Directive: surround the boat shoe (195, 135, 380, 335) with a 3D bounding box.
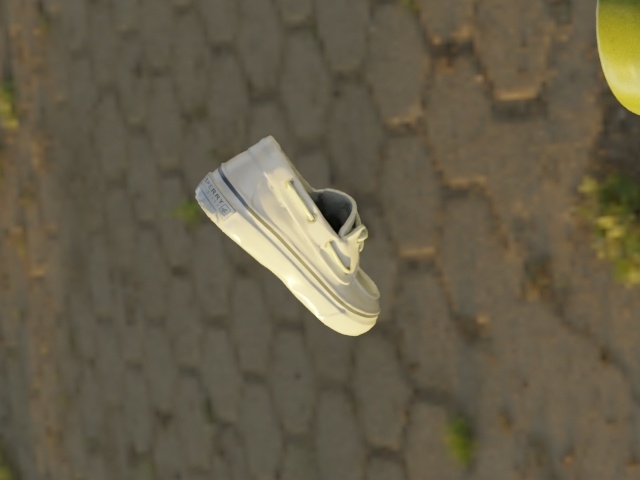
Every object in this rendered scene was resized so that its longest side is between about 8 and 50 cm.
[{"bbox_3d":[0.000,0.000,1.349,0.076,0.226,0.083,-40,56,8],"label":"boat shoe"}]

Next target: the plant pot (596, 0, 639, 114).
[{"bbox_3d":[0.462,-0.210,1.726,0.353,0.366,0.366,14,111,39],"label":"plant pot"}]
